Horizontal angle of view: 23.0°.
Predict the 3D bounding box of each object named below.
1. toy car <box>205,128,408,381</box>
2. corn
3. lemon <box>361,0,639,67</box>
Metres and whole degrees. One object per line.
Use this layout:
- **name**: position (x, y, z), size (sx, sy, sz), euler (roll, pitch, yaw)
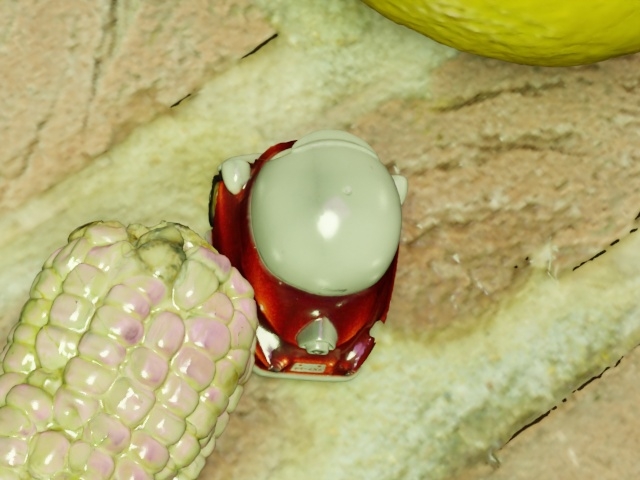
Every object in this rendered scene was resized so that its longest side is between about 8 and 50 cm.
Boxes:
- **toy car**: position (0.000, 0.000, 0.853), size (0.112, 0.112, 0.139), euler (5, 68, -15)
- **corn**: position (-0.133, 0.141, 0.759), size (0.127, 0.126, 0.335), euler (26, 67, -5)
- **lemon**: position (0.118, -0.263, 0.876), size (0.348, 0.348, 0.348), euler (6, 68, -14)
